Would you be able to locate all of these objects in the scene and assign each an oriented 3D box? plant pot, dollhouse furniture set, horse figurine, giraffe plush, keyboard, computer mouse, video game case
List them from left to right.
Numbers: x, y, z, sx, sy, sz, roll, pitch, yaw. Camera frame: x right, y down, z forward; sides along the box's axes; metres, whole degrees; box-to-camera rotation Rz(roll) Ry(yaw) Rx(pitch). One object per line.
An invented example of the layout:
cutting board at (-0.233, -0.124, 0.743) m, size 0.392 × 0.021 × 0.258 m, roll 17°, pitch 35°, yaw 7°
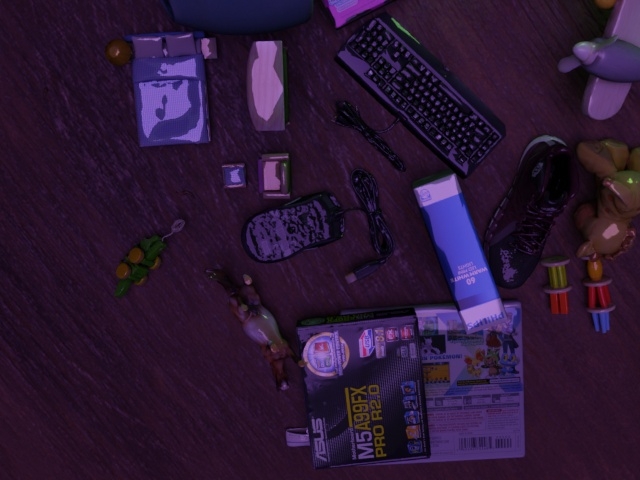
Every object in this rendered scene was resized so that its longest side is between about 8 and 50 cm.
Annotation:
dollhouse furniture set at (-0.205, -0.203, 1.388) m, size 0.303 × 0.198 × 0.286 m, roll -1°, pitch 100°, yaw 1°
plant pot at (-0.163, -0.433, 1.280) m, size 0.195 × 0.290 × 0.290 m, roll -26°, pitch 99°, yaw -8°
horse figurine at (-0.110, 0.149, 1.485) m, size 0.066 × 0.174 × 0.263 m, roll -35°, pitch 90°, yaw -13°
computer mouse at (0.000, 0.000, 1.495) m, size 0.262 × 0.060 × 0.184 m, roll -24°, pitch 95°, yaw -7°
keyboard at (0.151, -0.226, 1.464) m, size 0.317 × 0.033 × 0.201 m, roll 42°, pitch 98°, yaw -5°
video game case at (0.208, 0.264, 1.550) m, size 0.329 × 0.036 × 0.300 m, roll -3°, pitch 100°, yaw 2°
giraffe plush at (0.502, -0.052, 1.428) m, size 0.181 × 0.210 × 0.170 m, roll 12°, pitch 125°, yaw -7°

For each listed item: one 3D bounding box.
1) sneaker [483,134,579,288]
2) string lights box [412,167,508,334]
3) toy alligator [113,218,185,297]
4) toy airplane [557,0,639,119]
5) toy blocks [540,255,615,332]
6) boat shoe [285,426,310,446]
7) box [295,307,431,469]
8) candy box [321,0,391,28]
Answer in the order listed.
sneaker at (0.360, -0.040, 1.427) m, size 0.106 × 0.162 × 0.281 m, roll 14°, pitch 100°, yaw -2°
string lights box at (0.233, 0.015, 1.423) m, size 0.077 × 0.133 × 0.259 m, roll -21°, pitch 97°, yaw 8°
toy alligator at (-0.315, 0.021, 1.507) m, size 0.189 × 0.056 × 0.051 m, roll -49°, pitch 56°, yaw 8°
toy airplane at (0.505, -0.431, 1.299) m, size 0.384 × 0.272 × 0.386 m, roll -28°, pitch 98°, yaw 5°
toy blocks at (0.464, 0.099, 1.506) m, size 0.123 × 0.054 × 0.148 m, roll -10°, pitch 100°, yaw 2°
boat shoe at (-0.017, 0.361, 1.571) m, size 0.100 × 0.035 × 0.035 m, roll -6°, pitch 103°, yaw 8°
box at (0.077, 0.265, 1.503) m, size 0.216 × 0.060 × 0.270 m, roll -6°, pitch 99°, yaw 1°
candy box at (0.044, -0.492, 1.396) m, size 0.159 × 0.071 × 0.233 m, roll -26°, pitch 100°, yaw 6°
